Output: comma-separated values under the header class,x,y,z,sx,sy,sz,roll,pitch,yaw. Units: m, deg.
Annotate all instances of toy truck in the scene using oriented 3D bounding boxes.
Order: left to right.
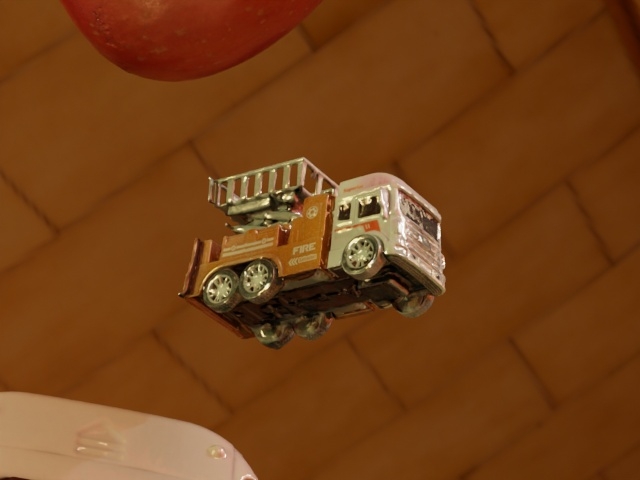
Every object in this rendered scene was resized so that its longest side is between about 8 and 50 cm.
class,x,y,z,sx,sy,sz,roll,pitch,yaw
toy truck,0.001,0.000,1.362,0.177,0.115,0.080,-12,147,32

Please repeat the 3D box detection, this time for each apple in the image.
class,x,y,z,sx,sy,sz,roll,pitch,yaw
apple,-0.067,-0.176,1.030,0.168,0.181,0.181,-23,141,0

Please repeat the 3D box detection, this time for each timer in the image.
class,x,y,z,sx,sy,sz,roll,pitch,yaw
timer,-0.161,0.210,1.325,0.262,0.237,0.087,11,129,-7
